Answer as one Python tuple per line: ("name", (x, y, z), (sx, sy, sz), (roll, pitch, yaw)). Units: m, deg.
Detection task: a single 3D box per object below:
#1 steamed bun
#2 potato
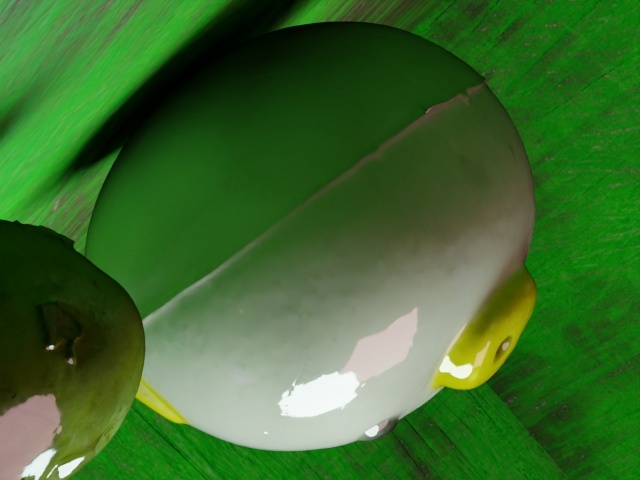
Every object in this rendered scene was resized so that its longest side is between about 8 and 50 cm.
("steamed bun", (-0.004, -0.005, 1.489), (0.334, 0.334, 0.374), (-41, 175, 32))
("potato", (-0.212, 0.087, 1.072), (0.253, 0.148, 0.186), (-16, 130, -35))
